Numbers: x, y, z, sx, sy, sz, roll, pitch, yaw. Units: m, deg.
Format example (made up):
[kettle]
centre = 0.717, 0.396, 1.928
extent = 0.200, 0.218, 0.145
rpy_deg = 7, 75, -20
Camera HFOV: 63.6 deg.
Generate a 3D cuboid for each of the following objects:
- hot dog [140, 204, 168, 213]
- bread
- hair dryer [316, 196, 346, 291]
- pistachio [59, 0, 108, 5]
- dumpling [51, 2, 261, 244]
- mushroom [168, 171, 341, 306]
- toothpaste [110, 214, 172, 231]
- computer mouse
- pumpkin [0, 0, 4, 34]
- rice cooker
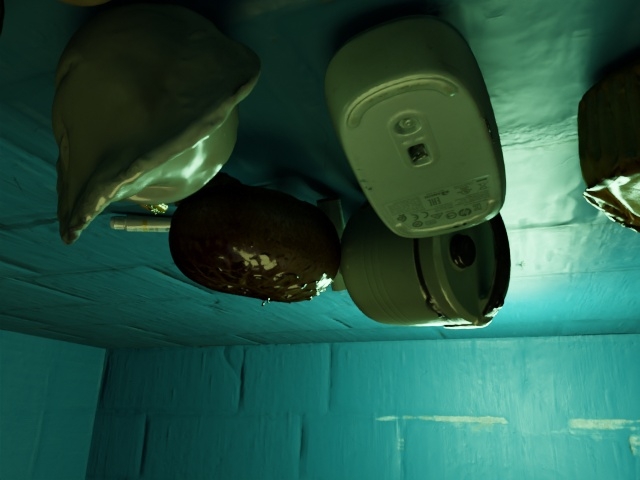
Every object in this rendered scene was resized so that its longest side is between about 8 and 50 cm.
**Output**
[hot dog]
centre = -0.294, -0.063, 0.882
extent = 0.037, 0.021, 0.083
rpy_deg = -6, 158, 24
[bread]
centre = 0.404, -0.099, 0.552
extent = 0.227, 0.142, 0.253
rpy_deg = -16, 157, 38
[hair dryer]
centre = 0.001, 0.008, 0.915
extent = 0.044, 0.154, 0.183
rpy_deg = -9, -179, -21
[pistachio]
centre = -0.171, -0.212, 0.311
extent = 0.126, 0.108, 0.185
rpy_deg = -23, 166, 2
[dumpling]
centre = -0.176, -0.093, 0.485
extent = 0.175, 0.226, 0.243
rpy_deg = 23, 160, -12
[mushroom]
centre = -0.109, 0.004, 0.762
extent = 0.278, 0.163, 0.297
rpy_deg = 27, 164, -3
[toothpaste]
centre = -0.292, -0.030, 0.970
extent = 0.191, 0.031, 0.048
rpy_deg = 3, 157, -11
[computer mouse]
centre = 0.107, -0.112, 0.562
extent = 0.160, 0.097, 0.288
rpy_deg = -17, 143, 19
[pumpkin]
centre = -0.343, -0.177, 0.338
extent = 0.238, 0.159, 0.238
rpy_deg = 13, 171, 2
[rice cooker]
centre = 0.169, 0.021, 0.789
extent = 0.226, 0.225, 0.244
rpy_deg = 18, 161, -38
